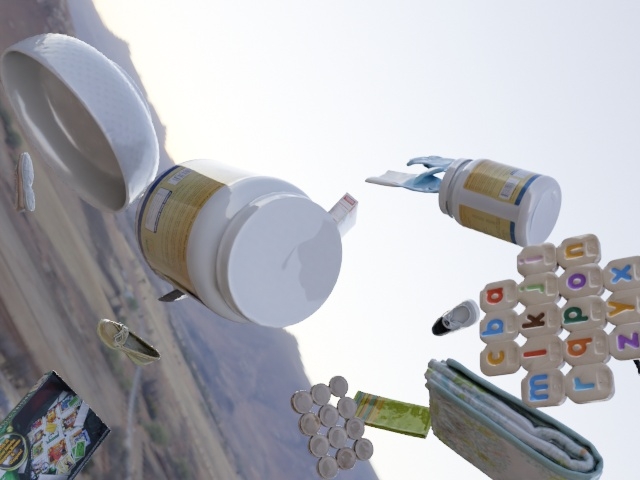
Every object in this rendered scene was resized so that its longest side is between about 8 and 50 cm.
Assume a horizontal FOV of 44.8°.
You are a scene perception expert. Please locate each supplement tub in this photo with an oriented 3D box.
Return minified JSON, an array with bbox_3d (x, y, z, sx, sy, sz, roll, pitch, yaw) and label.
[{"bbox_3d":[-0.133,0.000,1.216,0.316,0.228,0.228,21,-42,54],"label":"supplement tub"},{"bbox_3d":[0.343,-0.077,1.492,0.200,0.144,0.144,23,-35,37],"label":"supplement tub"}]

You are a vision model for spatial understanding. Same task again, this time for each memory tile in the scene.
[{"bbox_3d":[0.019,0.300,1.253,0.012,0.113,0.148,-29,-99,56],"label":"memory tile"}]

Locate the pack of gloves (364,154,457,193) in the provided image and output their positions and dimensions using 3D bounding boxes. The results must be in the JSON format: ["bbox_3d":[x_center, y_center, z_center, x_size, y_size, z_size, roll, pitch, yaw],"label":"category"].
[{"bbox_3d":[0.242,-0.159,1.678,0.232,0.195,0.046,16,-56,45],"label":"pack of gloves"}]

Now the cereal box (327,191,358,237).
[{"bbox_3d":[0.000,0.000,1.954,0.047,0.240,0.173,40,-15,12],"label":"cereal box"}]

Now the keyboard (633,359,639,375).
[{"bbox_3d":[0.848,0.340,1.972,0.317,0.033,0.201,51,-1,-29],"label":"keyboard"}]

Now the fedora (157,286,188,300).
[{"bbox_3d":[-0.287,0.038,1.968,0.334,0.334,0.152,142,-74,-80],"label":"fedora"}]

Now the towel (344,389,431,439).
[{"bbox_3d":[0.187,0.465,2.088,0.237,0.102,0.021,7,-45,27],"label":"towel"}]

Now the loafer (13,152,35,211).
[{"bbox_3d":[-0.620,-0.120,1.608,0.045,0.039,0.125,52,30,-78],"label":"loafer"}]

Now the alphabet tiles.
[{"bbox_3d":[0.384,0.124,1.229,0.021,0.278,0.284,40,46,-43],"label":"alphabet tiles"}]

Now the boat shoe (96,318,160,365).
[{"bbox_3d":[-0.399,0.210,1.616,0.153,0.048,0.056,49,36,-33],"label":"boat shoe"}]

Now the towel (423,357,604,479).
[{"bbox_3d":[0.376,0.406,1.563,0.374,0.090,0.320,33,-22,29],"label":"towel"}]

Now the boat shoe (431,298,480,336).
[{"bbox_3d":[0.329,0.196,1.923,0.066,0.063,0.184,65,-26,8],"label":"boat shoe"}]

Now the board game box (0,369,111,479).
[{"bbox_3d":[-0.417,0.322,1.089,0.030,0.259,0.136,-16,-63,38],"label":"board game box"}]

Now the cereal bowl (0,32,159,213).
[{"bbox_3d":[-0.405,-0.220,1.383,0.339,0.141,0.339,34,-33,26],"label":"cereal bowl"}]
